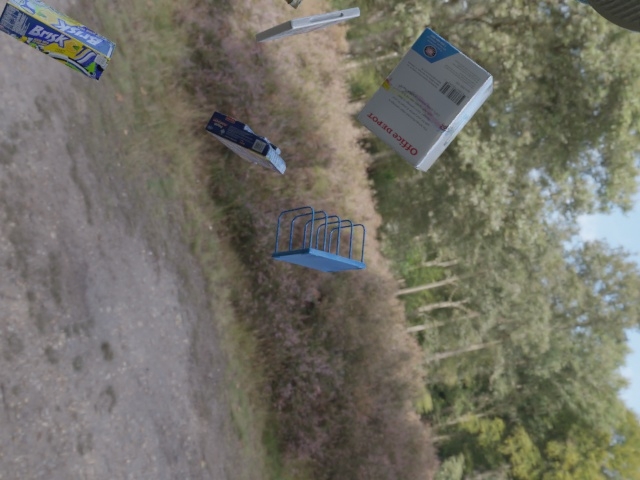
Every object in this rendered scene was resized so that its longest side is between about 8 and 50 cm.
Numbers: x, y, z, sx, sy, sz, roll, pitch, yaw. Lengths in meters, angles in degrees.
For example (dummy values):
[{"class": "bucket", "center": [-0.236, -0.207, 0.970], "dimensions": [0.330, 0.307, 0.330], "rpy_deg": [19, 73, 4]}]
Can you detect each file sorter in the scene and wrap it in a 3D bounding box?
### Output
[{"class": "file sorter", "center": [0.000, 0.000, 1.339], "dimensions": [0.170, 0.118, 0.104], "rpy_deg": [16, 72, -42]}]

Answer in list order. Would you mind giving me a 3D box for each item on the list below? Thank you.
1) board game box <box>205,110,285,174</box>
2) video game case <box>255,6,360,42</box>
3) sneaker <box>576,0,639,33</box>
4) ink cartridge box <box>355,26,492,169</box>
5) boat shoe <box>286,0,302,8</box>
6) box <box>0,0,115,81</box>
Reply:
[{"class": "board game box", "center": [-0.183, -0.252, 1.677], "dimensions": [0.060, 0.194, 0.194], "rpy_deg": [-62, 163, -4]}, {"class": "video game case", "center": [-0.027, -0.399, 1.155], "dimensions": [0.157, 0.143, 0.019], "rpy_deg": [15, -58, 60]}, {"class": "sneaker", "center": [0.489, -0.450, 1.045], "dimensions": [0.150, 0.135, 0.366], "rpy_deg": [0, 43, -43]}, {"class": "ink cartridge box", "center": [0.261, -0.336, 1.544], "dimensions": [0.198, 0.270, 0.197], "rpy_deg": [42, 12, 10]}, {"class": "boat shoe", "center": [-0.029, -0.735, 1.747], "dimensions": [0.072, 0.190, 0.068], "rpy_deg": [39, 7, -28]}, {"class": "box", "center": [-0.428, -0.334, 1.019], "dimensions": [0.169, 0.054, 0.059], "rpy_deg": [27, 36, -28]}]
